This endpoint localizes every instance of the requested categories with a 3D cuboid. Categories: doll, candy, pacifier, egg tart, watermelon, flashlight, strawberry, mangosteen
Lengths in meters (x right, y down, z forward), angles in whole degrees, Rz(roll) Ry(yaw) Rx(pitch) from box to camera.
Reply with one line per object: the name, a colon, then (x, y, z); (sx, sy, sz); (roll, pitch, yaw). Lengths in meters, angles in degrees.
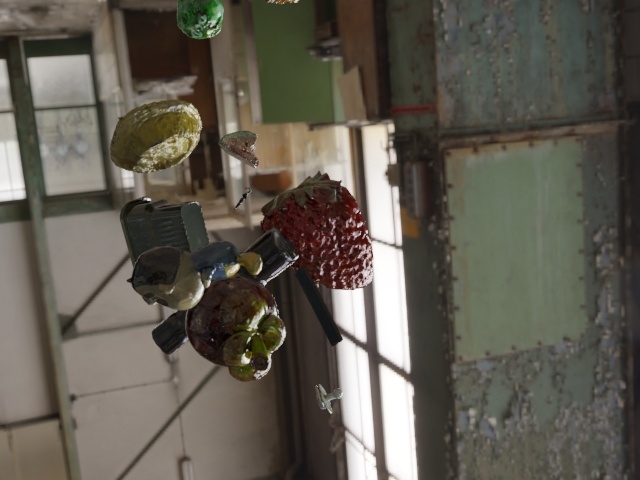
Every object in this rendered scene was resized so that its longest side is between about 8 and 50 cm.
doll: (-0.168, 0.047, 1.037); (0.179, 0.089, 0.102); (-4, -178, -9)
candy: (-0.238, -0.533, 1.522); (0.097, 0.324, 0.097); (-5, 154, -2)
pacifier: (0.021, 0.370, 1.855); (0.064, 0.068, 0.083); (-26, -155, 4)
egg tart: (-0.383, -0.233, 1.858); (0.232, 0.098, 0.252); (-47, 152, 21)
watermelon: (-0.232, -0.277, 2.282); (0.155, 0.101, 0.080); (18, -172, -27)
flashlight: (-0.232, 0.130, 1.824); (0.424, 0.103, 0.103); (-39, 180, 17)
strawberry: (-0.002, 0.001, 2.135); (0.292, 0.344, 0.292); (-19, -168, 4)
mangosteen: (-0.116, 0.129, 1.195); (0.181, 0.156, 0.146); (10, -128, 39)

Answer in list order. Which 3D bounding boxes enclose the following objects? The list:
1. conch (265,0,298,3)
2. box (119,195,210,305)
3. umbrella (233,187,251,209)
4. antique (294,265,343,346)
conch: (-0.056, -0.627, 1.765); (0.093, 0.109, 0.330); (-4, -138, 30)
box: (-0.378, 0.016, 1.966); (0.178, 0.274, 0.138); (-8, -169, 23)
umbrella: (-0.235, -0.122, 2.340); (0.022, 0.022, 0.149); (21, 150, -11)
antique: (-0.003, 0.150, 1.767); (0.031, 0.192, 0.015); (-27, 180, 29)
